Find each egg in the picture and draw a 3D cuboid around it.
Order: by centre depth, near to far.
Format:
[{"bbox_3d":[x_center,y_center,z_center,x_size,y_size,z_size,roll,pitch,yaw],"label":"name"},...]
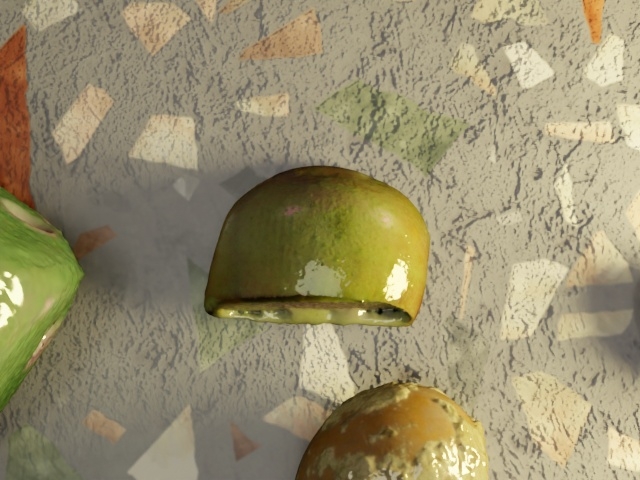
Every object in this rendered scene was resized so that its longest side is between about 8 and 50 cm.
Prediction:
[{"bbox_3d":[0.075,0.270,1.337,0.245,0.203,0.203,-39,89,7],"label":"egg"}]

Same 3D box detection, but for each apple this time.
[{"bbox_3d":[0.000,0.000,1.382,0.264,0.120,0.193,4,79,-1],"label":"apple"}]

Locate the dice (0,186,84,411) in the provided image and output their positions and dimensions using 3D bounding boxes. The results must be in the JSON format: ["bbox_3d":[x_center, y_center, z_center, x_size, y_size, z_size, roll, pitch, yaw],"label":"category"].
[{"bbox_3d":[-0.473,0.068,1.286,0.322,0.330,0.318,35,95,1],"label":"dice"}]
